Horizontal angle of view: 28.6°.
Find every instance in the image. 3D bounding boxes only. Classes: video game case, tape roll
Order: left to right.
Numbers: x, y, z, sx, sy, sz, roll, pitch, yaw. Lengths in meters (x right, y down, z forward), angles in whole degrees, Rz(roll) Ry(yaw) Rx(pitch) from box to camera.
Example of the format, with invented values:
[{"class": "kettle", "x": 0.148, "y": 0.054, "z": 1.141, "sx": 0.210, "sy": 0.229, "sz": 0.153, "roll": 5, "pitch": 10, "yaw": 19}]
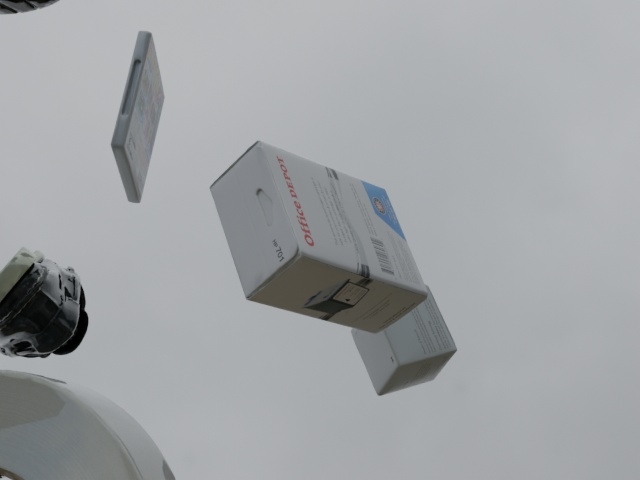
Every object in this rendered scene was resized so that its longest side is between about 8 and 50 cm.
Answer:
[{"class": "tape roll", "x": -0.301, "y": 0.313, "z": 1.159, "sx": 0.392, "sy": 0.392, "sz": 0.072, "roll": -46, "pitch": -24, "yaw": 8}, {"class": "video game case", "x": -0.205, "y": -0.136, "z": 1.416, "sx": 0.019, "sy": 0.143, "sz": 0.157, "roll": 9, "pitch": -21, "yaw": 2}]

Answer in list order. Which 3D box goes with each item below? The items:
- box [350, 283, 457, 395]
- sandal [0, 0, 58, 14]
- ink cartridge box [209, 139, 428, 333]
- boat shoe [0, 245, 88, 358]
[{"class": "box", "x": 0.105, "y": 0.129, "z": 1.610, "sx": 0.087, "sy": 0.102, "sz": 0.101, "roll": -14, "pitch": -24, "yaw": -22}, {"class": "sandal", "x": -0.390, "y": -0.288, "z": 1.209, "sx": 0.302, "sy": 0.120, "sz": 0.086, "roll": 11, "pitch": -100, "yaw": -4}, {"class": "ink cartridge box", "x": 0.000, "y": 0.000, "z": 1.218, "sx": 0.190, "sy": 0.140, "sz": 0.082, "roll": 17, "pitch": -47, "yaw": -44}, {"class": "boat shoe", "x": -0.313, "y": 0.081, "z": 1.400, "sx": 0.113, "sy": 0.340, "sz": 0.127, "roll": 39, "pitch": -106, "yaw": -6}]
